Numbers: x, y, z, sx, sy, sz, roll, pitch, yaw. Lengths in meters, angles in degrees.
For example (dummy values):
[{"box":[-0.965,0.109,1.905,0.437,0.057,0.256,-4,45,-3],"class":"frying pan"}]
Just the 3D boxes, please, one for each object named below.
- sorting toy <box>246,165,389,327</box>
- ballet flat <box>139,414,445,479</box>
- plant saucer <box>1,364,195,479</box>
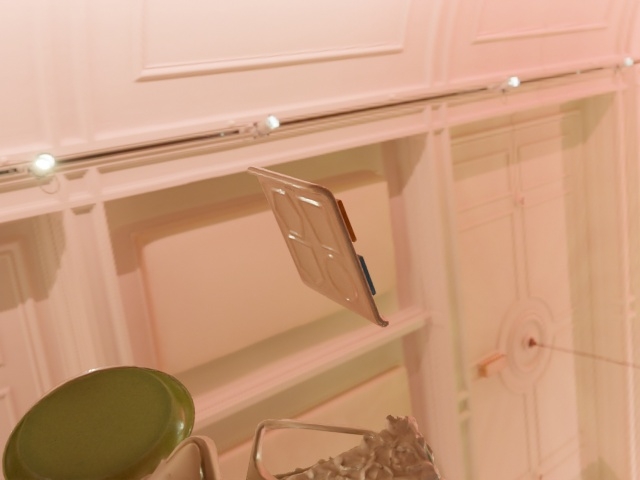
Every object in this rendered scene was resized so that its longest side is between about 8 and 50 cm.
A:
[{"box":[0.000,0.000,0.911,0.038,0.193,0.208,-35,-64,-18],"class":"sorting toy"},{"box":[-0.074,0.257,0.758,0.147,0.409,0.146,-12,-90,-82],"class":"ballet flat"},{"box":[-0.280,0.245,0.934,0.241,0.037,0.240,-18,-51,-23],"class":"plant saucer"}]
